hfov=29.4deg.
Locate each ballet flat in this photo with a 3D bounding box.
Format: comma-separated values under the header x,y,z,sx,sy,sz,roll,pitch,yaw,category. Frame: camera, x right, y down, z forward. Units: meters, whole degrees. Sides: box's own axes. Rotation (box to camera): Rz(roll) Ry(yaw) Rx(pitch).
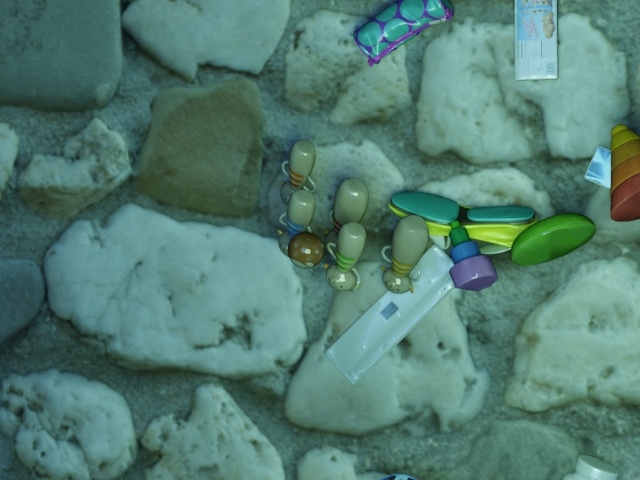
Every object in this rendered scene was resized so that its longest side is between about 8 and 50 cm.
x,y,z,sx,sy,sz,roll,pitch,yaw,category
0.215,-0.020,1.860,0.231,0.077,0.077,7,122,14,ballet flat

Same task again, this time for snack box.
x,y,z,sx,sy,sz,roll,pitch,yaw,category
0.325,-0.331,1.835,0.064,0.022,0.178,0,93,17,snack box

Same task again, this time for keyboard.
x,y,z,sx,sy,sz,roll,pitch,yaw,category
0.116,0.118,1.924,0.256,0.014,0.072,-46,75,13,keyboard

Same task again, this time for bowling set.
x,y,z,sx,sy,sz,roll,pitch,yaw,category
0.000,0.000,1.846,0.287,0.200,0.154,38,140,21,bowling set

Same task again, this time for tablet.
x,y,z,sx,sy,sz,roll,pitch,yaw,category
0.442,-0.101,1.820,0.083,0.006,0.054,25,99,14,tablet

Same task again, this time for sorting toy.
x,y,z,sx,sy,sz,roll,pitch,yaw,category
0.336,-0.054,1.745,0.365,0.127,0.126,-27,67,21,sorting toy

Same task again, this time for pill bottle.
x,y,z,sx,sy,sz,roll,pitch,yaw,category
0.388,0.403,1.818,0.086,0.086,0.152,21,98,14,pill bottle

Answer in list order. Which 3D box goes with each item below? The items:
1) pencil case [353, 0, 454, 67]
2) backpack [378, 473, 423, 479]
x,y,z,sx,sy,sz,roll,pitch,yaw,category
0.127,-0.332,1.870,0.151,0.064,0.070,-31,59,16,pencil case
0.135,0.441,1.877,0.158,0.117,0.173,18,98,15,backpack
